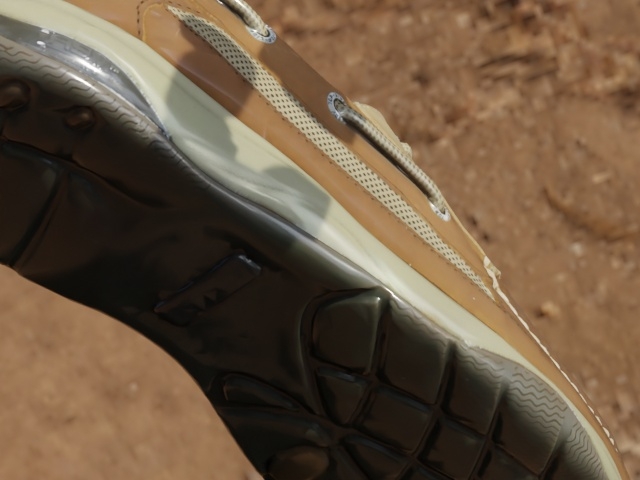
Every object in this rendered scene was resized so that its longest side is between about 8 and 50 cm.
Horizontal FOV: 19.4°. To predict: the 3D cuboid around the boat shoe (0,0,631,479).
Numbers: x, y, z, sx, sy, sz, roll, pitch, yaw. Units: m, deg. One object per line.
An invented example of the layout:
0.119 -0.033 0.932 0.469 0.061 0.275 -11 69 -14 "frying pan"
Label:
0.000 0.000 0.675 0.122 0.324 0.120 -27 32 37 "boat shoe"
